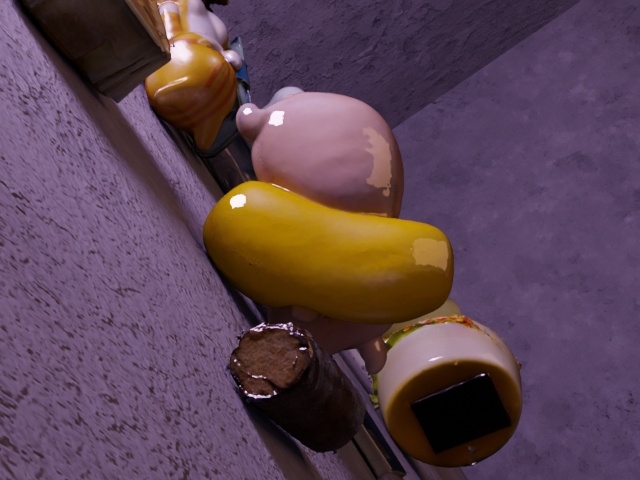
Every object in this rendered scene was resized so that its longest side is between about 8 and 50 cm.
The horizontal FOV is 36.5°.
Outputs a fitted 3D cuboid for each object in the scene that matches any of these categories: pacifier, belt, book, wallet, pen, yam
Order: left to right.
[{"bbox_3d":[-0.178,-0.257,1.699,0.059,0.141,0.202,19,48,-35],"label":"wallet"},{"bbox_3d":[-0.160,-0.113,1.758,0.232,0.053,0.071,56,-6,6],"label":"belt"},{"bbox_3d":[-0.120,-0.226,1.972,0.299,0.233,0.244,58,-1,23],"label":"pacifier"},{"bbox_3d":[-0.016,0.129,0.834,0.079,0.079,0.141,57,2,39],"label":"yam"},{"bbox_3d":[0.030,0.213,1.351,0.269,0.025,0.191,56,1,18],"label":"book"},{"bbox_3d":[0.077,0.247,1.868,0.269,0.033,0.033,56,2,-18],"label":"pen"}]

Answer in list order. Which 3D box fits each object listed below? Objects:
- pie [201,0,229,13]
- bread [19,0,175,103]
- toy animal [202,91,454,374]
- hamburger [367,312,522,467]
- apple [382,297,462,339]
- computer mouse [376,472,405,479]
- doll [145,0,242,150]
[{"bbox_3d":[-0.351,-0.517,1.681,0.395,0.180,0.418,33,-1,34],"label":"pie"},{"bbox_3d":[-0.265,-0.278,1.075,0.210,0.110,0.192,53,9,-48],"label":"bread"},{"bbox_3d":[-0.022,0.001,1.203,0.246,0.278,0.345,112,-39,-57],"label":"toy animal"},{"bbox_3d":[0.234,0.270,1.785,0.294,0.276,0.179,60,11,-21],"label":"hamburger"},{"bbox_3d":[0.243,0.296,2.238,0.257,0.234,0.295,-101,171,-48],"label":"apple"},{"bbox_3d":[0.099,0.311,1.125,0.096,0.039,0.066,57,2,26],"label":"computer mouse"},{"bbox_3d":[-0.219,-0.291,1.572,0.167,0.162,0.269,36,17,-42],"label":"doll"}]
